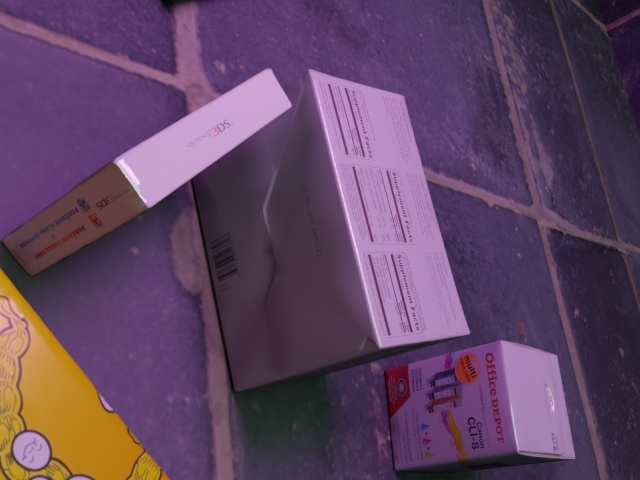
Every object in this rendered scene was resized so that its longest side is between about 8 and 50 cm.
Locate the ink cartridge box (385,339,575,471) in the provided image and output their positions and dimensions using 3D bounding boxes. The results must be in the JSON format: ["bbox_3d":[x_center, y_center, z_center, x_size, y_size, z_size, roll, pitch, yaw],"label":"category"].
[{"bbox_3d":[0.189,0.206,0.825,0.127,0.176,0.128,19,58,-41],"label":"ink cartridge box"}]

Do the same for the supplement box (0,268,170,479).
[{"bbox_3d":[-0.274,0.102,0.368,0.356,0.194,0.195,56,41,-11],"label":"supplement box"}]

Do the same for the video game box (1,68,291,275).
[{"bbox_3d":[-0.145,-0.061,0.593,0.048,0.187,0.205,55,42,-11],"label":"video game box"}]

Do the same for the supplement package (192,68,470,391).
[{"bbox_3d":[0.000,0.000,0.704,0.145,0.204,0.261,2,70,-46],"label":"supplement package"}]
